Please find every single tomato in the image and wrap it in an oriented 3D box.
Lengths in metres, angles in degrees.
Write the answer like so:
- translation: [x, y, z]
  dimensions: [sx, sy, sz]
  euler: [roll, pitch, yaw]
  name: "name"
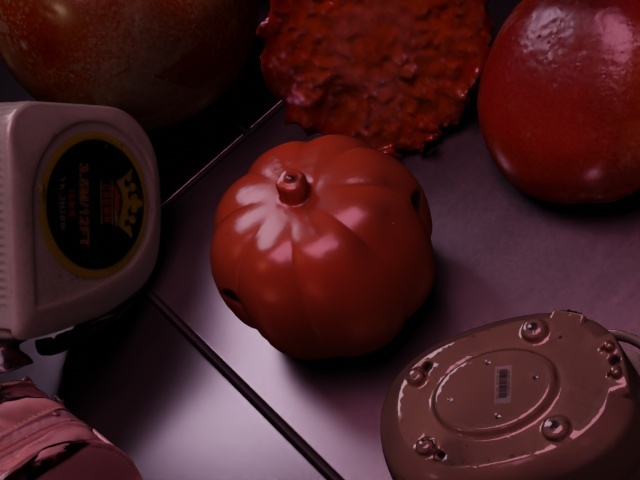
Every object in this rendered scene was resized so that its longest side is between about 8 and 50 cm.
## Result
- translation: [-0.203, -0.227, 1.101]
  dimensions: [0.270, 0.222, 0.270]
  euler: [11, 50, -14]
  name: "tomato"
- translation: [0.234, -0.154, 0.908]
  dimensions: [0.233, 0.139, 0.200]
  euler: [-46, 40, -16]
  name: "tomato"

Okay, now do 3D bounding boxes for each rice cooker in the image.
- translation: [0.141, 0.128, 0.743]
  dimensions: [0.206, 0.127, 0.145]
  euler: [-20, 49, 20]
  name: "rice cooker"

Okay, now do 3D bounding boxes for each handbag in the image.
- translation: [-0.236, 0.214, 0.808]
  dimensions: [0.116, 0.179, 0.205]
  euler: [15, 32, 37]
  name: "handbag"

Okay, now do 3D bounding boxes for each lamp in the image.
- translation: [0.000, 0.000, 0.879]
  dimensions: [0.187, 0.164, 0.187]
  euler: [-12, 48, 14]
  name: "lamp"

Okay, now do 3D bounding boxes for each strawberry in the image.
- translation: [0.045, -0.213, 1.011]
  dimensions: [0.234, 0.234, 0.178]
  euler: [-24, 28, 5]
  name: "strawberry"

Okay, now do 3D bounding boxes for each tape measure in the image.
- translation: [-0.240, -0.006, 0.985]
  dimensions: [0.115, 0.207, 0.235]
  euler: [1, 93, 32]
  name: "tape measure"
